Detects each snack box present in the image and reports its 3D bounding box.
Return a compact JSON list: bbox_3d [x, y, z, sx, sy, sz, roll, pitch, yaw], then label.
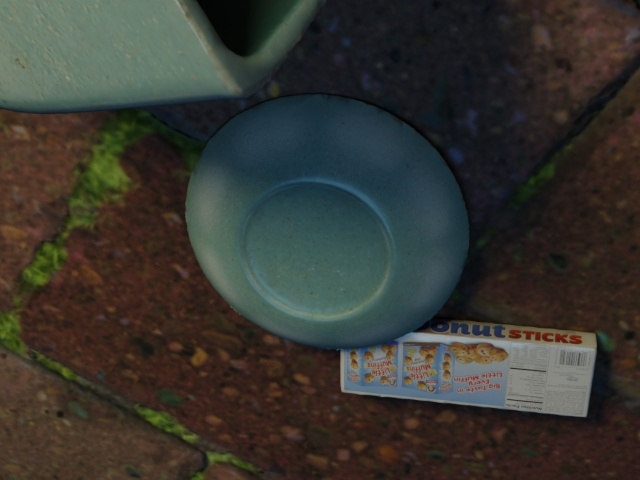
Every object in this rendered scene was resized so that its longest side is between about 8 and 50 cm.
[{"bbox_3d":[0.103,0.087,0.907,0.178,0.022,0.064,5,126,8],"label":"snack box"}]

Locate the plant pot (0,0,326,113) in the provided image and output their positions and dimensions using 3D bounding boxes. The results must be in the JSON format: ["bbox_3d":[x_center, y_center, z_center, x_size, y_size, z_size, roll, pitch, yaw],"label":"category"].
[{"bbox_3d":[-0.135,-0.210,0.610,0.252,0.248,0.247,-8,126,38],"label":"plant pot"}]

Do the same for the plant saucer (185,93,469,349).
[{"bbox_3d":[0.000,0.000,0.841,0.194,0.037,0.195,5,120,9],"label":"plant saucer"}]
